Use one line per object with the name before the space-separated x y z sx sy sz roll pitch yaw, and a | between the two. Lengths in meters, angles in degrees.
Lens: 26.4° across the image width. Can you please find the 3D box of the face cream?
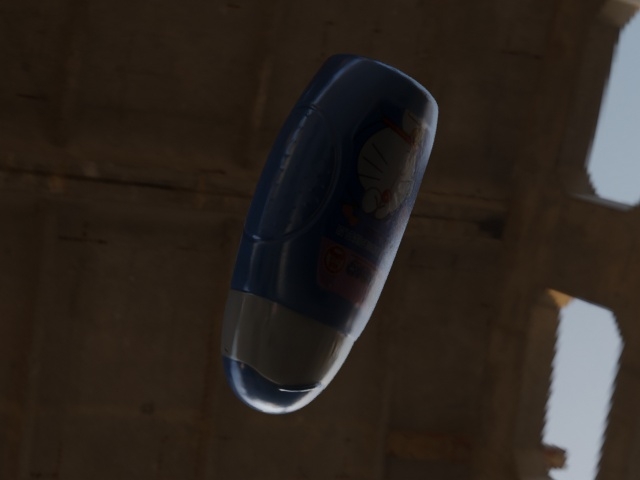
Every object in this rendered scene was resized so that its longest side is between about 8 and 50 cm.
face cream | 0.000 0.000 1.000 0.149 0.083 0.264 30 -101 -48
